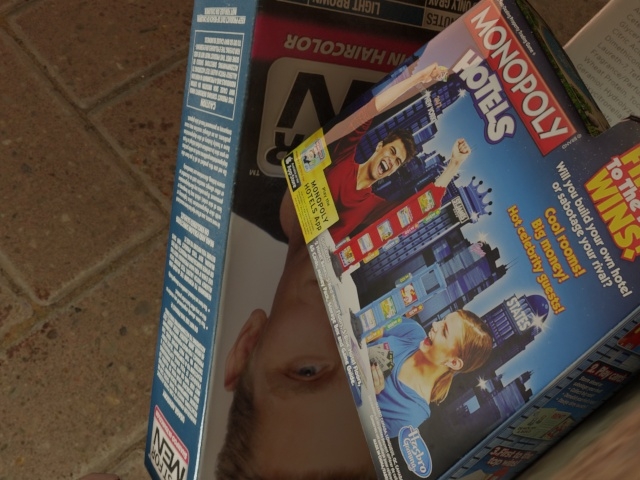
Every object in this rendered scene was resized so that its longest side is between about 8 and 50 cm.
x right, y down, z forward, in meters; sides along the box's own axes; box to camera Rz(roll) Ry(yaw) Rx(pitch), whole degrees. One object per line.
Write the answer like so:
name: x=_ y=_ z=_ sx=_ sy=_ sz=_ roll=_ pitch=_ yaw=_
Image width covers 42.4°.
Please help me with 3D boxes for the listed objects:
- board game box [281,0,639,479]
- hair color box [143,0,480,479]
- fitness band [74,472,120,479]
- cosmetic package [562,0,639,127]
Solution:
board game box: x=0.090 y=-0.006 z=0.359 sx=0.194 sy=0.194 sz=0.060 roll=-34 pitch=-34 yaw=27
hair color box: x=0.000 y=0.000 z=0.523 sx=0.174 sy=0.105 sz=0.347 roll=2 pitch=-76 yaw=-28
fitness band: x=-0.170 y=0.282 z=0.578 sx=0.054 sy=0.208 sz=0.291 roll=1 pitch=-4 yaw=7
cosmetic package: x=0.235 y=-0.083 z=0.542 sx=0.184 sy=0.151 sz=0.151 roll=-45 pitch=-12 yaw=7
